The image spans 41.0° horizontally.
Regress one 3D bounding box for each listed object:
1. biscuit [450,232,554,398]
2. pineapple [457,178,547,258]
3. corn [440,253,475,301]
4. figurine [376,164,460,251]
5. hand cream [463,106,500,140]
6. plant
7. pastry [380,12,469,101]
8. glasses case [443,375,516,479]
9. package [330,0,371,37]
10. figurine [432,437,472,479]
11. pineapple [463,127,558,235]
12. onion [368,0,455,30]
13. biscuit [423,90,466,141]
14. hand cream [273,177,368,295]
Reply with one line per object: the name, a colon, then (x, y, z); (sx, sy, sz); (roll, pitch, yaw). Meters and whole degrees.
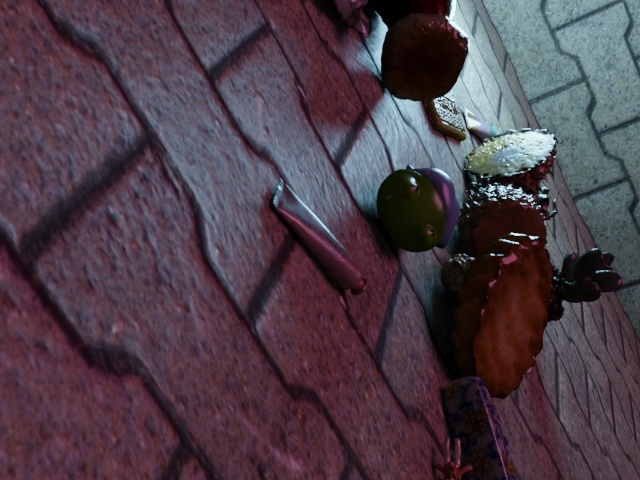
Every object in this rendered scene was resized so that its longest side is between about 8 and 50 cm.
biscuit: (0.347, 0.143, 1.657); (0.326, 0.107, 0.326); (-17, 112, -49)
pineapple: (0.398, -0.053, 1.990); (0.202, 0.202, 0.362); (60, 7, -18)
corn: (0.332, 0.108, 1.790); (0.280, 0.092, 0.092); (37, 39, -52)
figurine: (0.178, -0.060, 1.570); (0.263, 0.143, 0.162); (-52, 127, -82)
hand cream: (0.468, -0.329, 2.505); (0.174, 0.047, 0.076); (23, 51, -47)
plant: (0.624, 0.114, 2.180); (0.146, 0.274, 0.149); (33, 40, -44)
pastry: (0.222, -0.394, 1.837); (0.093, 0.182, 0.192); (-94, -170, -54)
glasses case: (0.278, 0.359, 1.475); (0.065, 0.087, 0.248); (11, 60, -48)
package: (0.048, -0.511, 1.751); (0.194, 0.071, 0.269); (56, 13, -33)
figurine: (0.210, 0.370, 1.363); (0.047, 0.064, 0.109); (71, 22, -56)
pineapple: (0.531, -0.126, 2.285); (0.262, 0.262, 0.272); (-74, 148, -54)
onion: (0.200, -0.602, 1.922); (0.314, 0.232, 0.314); (58, 1, -1)
biscuit: (0.314, -0.352, 2.212); (0.254, 0.029, 0.172); (3, 68, -64)
hand cream: (0.000, 0.000, 1.251); (0.210, 0.043, 0.067); (49, 30, -26)
